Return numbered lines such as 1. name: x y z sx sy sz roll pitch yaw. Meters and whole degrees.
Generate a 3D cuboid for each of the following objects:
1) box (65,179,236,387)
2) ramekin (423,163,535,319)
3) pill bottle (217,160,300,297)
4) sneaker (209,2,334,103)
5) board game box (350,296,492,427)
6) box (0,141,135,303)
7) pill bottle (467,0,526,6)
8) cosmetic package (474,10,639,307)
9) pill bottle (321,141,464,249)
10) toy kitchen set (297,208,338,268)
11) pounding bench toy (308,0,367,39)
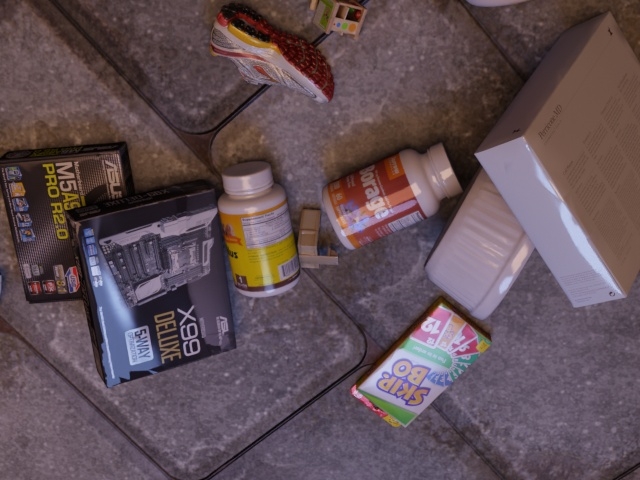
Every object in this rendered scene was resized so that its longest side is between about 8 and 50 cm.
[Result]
1. box: -0.283 0.072 1.714 0.242 0.076 0.307 -14 113 -22
2. ramekin: 0.271 -0.018 1.609 0.127 0.273 0.273 30 111 3
3. pill bottle: -0.106 -0.021 1.698 0.117 0.117 0.215 -7 111 6
4. sneaker: -0.077 -0.289 1.619 0.225 0.088 0.093 32 130 -9
5. board game box: 0.179 0.232 1.831 0.124 0.039 0.259 38 112 -11
6. box: -0.425 -0.028 1.743 0.216 0.060 0.270 -3 112 5
7. pill bottle: 0.264 -0.514 1.447 0.181 0.181 0.323 -13 110 8
8. cosmetic package: 0.406 -0.129 1.498 0.097 0.377 0.284 -16 115 45
9. pill bottle: 0.121 -0.078 1.661 0.216 0.121 0.121 -24 109 12
10. toy kitchen set: 0.000 0.000 1.748 0.068 0.075 0.083 4 152 5
11. pounding bench toy: 0.027 -0.361 1.593 0.065 0.083 0.052 4 119 -33
